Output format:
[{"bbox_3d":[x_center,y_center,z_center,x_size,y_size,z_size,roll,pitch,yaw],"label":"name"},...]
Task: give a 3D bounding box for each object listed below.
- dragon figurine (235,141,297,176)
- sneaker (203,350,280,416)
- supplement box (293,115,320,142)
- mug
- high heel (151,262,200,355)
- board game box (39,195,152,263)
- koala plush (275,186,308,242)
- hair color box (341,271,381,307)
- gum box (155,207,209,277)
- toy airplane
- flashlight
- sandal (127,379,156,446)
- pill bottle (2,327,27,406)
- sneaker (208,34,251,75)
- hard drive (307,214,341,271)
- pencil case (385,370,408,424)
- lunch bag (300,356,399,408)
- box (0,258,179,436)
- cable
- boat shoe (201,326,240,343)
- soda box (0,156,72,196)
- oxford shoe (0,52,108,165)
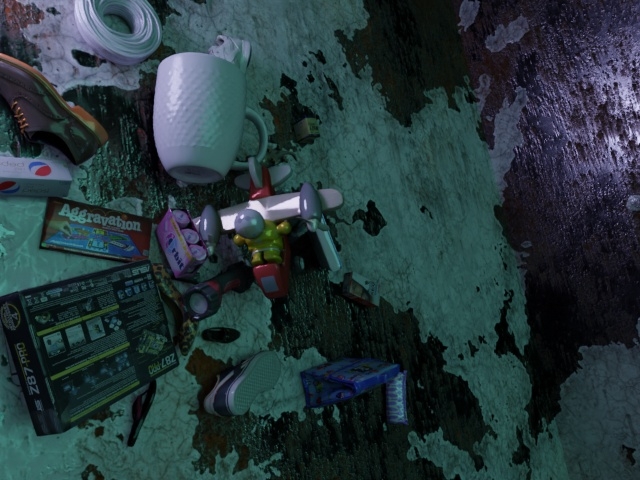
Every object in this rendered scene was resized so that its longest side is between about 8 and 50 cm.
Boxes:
[{"bbox_3d":[-0.201,-0.283,1.797,0.085,0.144,0.289,64,28,-5],"label":"dragon figurine"},{"bbox_3d":[-0.237,0.430,1.533,0.321,0.128,0.126,-22,98,-68],"label":"sneaker"},{"bbox_3d":[-0.055,-0.437,1.976,0.056,0.083,0.083,-11,85,-42],"label":"supplement box"},{"bbox_3d":[-0.334,-0.349,1.568,0.374,0.276,0.327,10,75,-34],"label":"mug"},{"bbox_3d":[-0.445,0.196,1.433,0.186,0.093,0.261,15,61,-35],"label":"high heel"},{"bbox_3d":[-0.614,-0.022,1.391,0.281,0.027,0.145,14,67,-38],"label":"board game box"},{"bbox_3d":[-0.135,-0.074,1.699,0.203,0.221,0.196,-26,95,-43],"label":"koala plush"},{"bbox_3d":[0.166,0.198,1.997,0.167,0.053,0.093,27,61,-32],"label":"hair color box"},{"bbox_3d":[-0.405,0.011,1.462,0.062,0.107,0.188,-3,55,-49],"label":"gum box"},{"bbox_3d":[-0.175,-0.068,1.486,0.384,0.386,0.272,36,7,13],"label":"toy airplane"},{"bbox_3d":[-0.293,0.150,1.507,0.103,0.103,0.304,33,17,11],"label":"flashlight"},{"bbox_3d":[-0.485,0.455,1.335,0.040,0.067,0.179,27,62,-20],"label":"sandal"},{"bbox_3d":[-0.671,0.268,1.185,0.121,0.121,0.221,-9,83,-43],"label":"pill bottle"},{"bbox_3d":[-0.337,-0.600,1.780,0.152,0.114,0.304,14,63,-23],"label":"sneaker"},{"bbox_3d":[0.000,0.000,1.757,0.040,0.319,0.210,-21,92,-6],"label":"hard drive"},{"bbox_3d":[0.301,0.619,1.964,0.086,0.088,0.205,13,68,-37],"label":"pencil case"},{"bbox_3d":[0.114,0.480,1.698,0.221,0.293,0.138,-6,82,-43],"label":"lunch bag"},{"bbox_3d":[-0.539,0.235,1.225,0.395,0.097,0.318,-22,95,-66],"label":"box"},{"bbox_3d":[-0.624,-0.672,1.542,0.257,0.089,0.257,29,60,-33],"label":"cable"},{"bbox_3d":[-0.304,0.295,1.559,0.133,0.042,0.048,10,68,-41],"label":"boat shoe"},{"bbox_3d":[-0.756,-0.161,1.264,0.216,0.069,0.073,-2,54,-42],"label":"soda box"},{"bbox_3d":[-0.745,-0.342,1.293,0.364,0.130,0.132,37,58,-17],"label":"oxford shoe"}]
